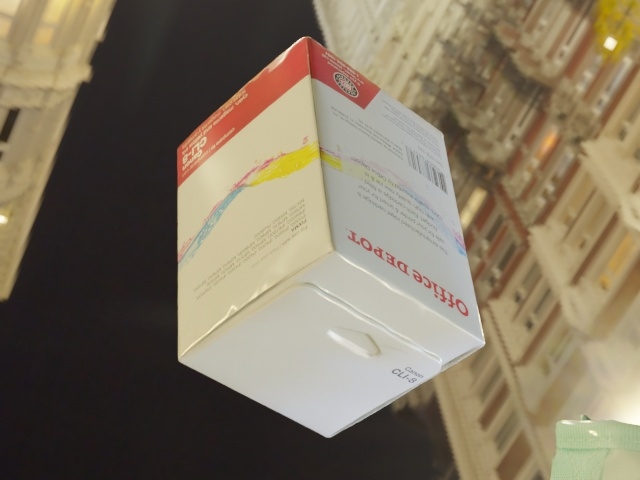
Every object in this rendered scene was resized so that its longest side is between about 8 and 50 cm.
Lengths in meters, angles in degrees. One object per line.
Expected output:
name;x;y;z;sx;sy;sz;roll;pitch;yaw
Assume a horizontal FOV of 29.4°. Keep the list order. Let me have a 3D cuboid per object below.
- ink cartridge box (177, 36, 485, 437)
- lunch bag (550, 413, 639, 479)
ink cartridge box;0.000;0.000;0.726;0.128;0.127;0.176;32;-145;-34
lunch bag;0.190;0.195;0.446;0.262;0.223;0.160;14;164;-8
